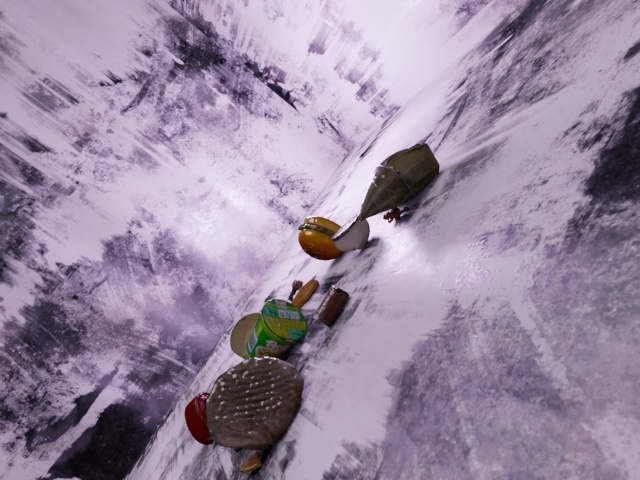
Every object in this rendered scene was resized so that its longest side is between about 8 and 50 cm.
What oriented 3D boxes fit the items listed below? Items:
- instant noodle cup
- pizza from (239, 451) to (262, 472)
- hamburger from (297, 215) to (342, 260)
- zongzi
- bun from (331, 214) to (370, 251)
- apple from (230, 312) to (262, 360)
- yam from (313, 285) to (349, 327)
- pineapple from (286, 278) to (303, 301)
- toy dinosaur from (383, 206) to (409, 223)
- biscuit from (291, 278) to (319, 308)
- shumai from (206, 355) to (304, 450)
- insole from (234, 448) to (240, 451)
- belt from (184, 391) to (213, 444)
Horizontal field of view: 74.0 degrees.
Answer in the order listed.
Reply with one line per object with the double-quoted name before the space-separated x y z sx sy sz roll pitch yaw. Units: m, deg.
"instant noodle cup" -0.196 0.391 1.726 0.233 0.207 0.207 -54 9 29
"pizza" -0.197 0.666 1.274 0.083 0.025 0.078 -29 5 21
"hamburger" -0.001 0.000 1.992 0.170 0.245 0.246 -67 14 -15
"zongzi" 0.231 -0.185 1.653 0.393 0.174 0.356 -43 6 -14
"bun" 0.140 -0.019 1.765 0.173 0.120 0.173 -45 8 8
"apple" -0.321 0.446 2.067 0.265 0.193 0.120 -52 1 10
"yam" 0.037 0.233 1.517 0.141 0.079 0.079 -57 12 -13
"pineapple" -0.135 0.266 2.227 0.125 0.058 0.058 -68 13 -7
"toy dinosaur" 0.284 -0.100 1.614 0.055 0.049 0.154 -44 12 -28
"biscuit" -0.077 0.258 2.032 0.221 0.028 0.142 -49 13 25
"shumai" -0.188 0.527 1.379 0.313 0.267 0.262 -27 -24 -7
"insole" -0.232 0.625 1.570 0.110 0.012 0.310 -42 15 49
"belt" -0.483 0.748 1.801 0.124 0.201 0.128 -48 -29 24
